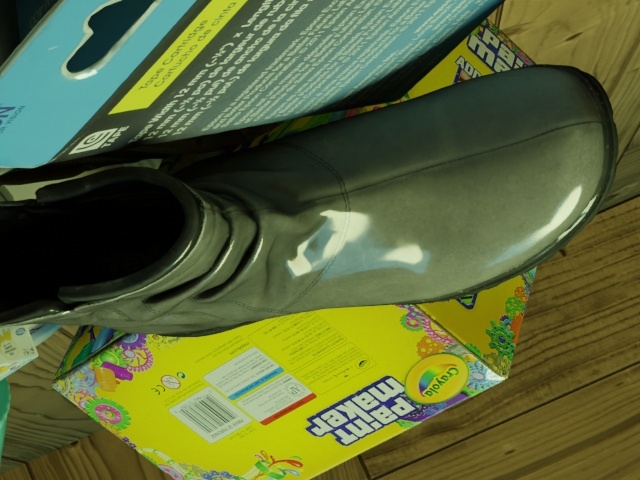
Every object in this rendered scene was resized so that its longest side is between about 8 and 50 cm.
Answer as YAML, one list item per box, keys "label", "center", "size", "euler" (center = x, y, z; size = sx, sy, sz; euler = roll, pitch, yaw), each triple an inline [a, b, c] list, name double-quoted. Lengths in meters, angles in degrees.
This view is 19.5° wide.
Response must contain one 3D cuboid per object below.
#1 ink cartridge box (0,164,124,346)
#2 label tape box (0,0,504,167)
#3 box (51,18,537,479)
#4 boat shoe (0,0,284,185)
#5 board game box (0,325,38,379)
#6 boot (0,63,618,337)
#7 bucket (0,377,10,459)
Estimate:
- label: "ink cartridge box"
  center: [-0.298, 0.021, 1.230]
  size: [0.307, 0.129, 0.223]
  euler: [-13, 165, -48]
- label: "label tape box"
  center: [-0.020, -0.158, 0.890]
  size: [0.348, 0.115, 0.249]
  euler: [-12, 157, -47]
- label: "box"
  center: [0.000, 0.000, 1.318]
  size: [0.290, 0.177, 0.279]
  euler: [-32, -154, 42]
- label: "boat shoe"
  center: [-0.153, -0.097, 1.031]
  size: [0.130, 0.132, 0.355]
  euler: [-9, -179, 42]
- label: "board game box"
  center: [-0.275, 0.097, 1.219]
  size: [0.103, 0.026, 0.154]
  euler: [-31, 168, 39]
- label: "boot"
  center: [-0.022, -0.009, 0.987]
  size: [0.338, 0.118, 0.223]
  euler: [-22, 169, 23]
- label: "bucket"
  center: [-0.367, 0.172, 1.387]
  size: [0.281, 0.281, 0.183]
  euler: [-13, 127, -49]
